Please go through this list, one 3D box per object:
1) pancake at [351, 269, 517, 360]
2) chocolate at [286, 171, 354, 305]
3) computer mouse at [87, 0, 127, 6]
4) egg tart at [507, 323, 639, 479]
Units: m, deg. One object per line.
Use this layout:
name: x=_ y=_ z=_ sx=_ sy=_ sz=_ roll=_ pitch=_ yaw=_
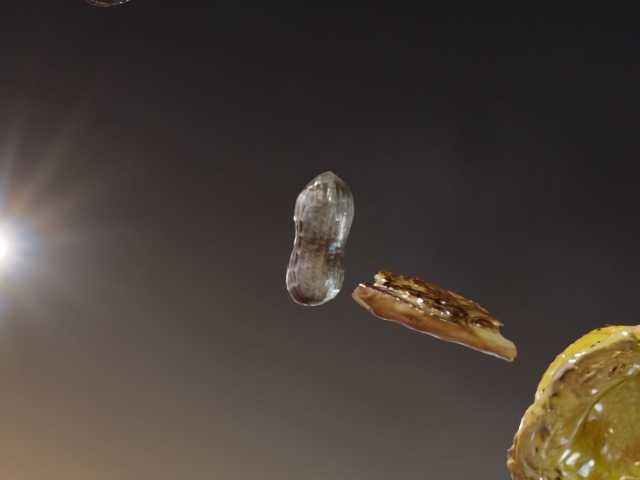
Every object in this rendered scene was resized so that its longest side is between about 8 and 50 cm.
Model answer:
pancake: x=0.164 y=0.110 z=1.903 sx=0.212 sy=0.056 sz=0.257 roll=11 pitch=12 yaw=-27
chocolate: x=0.000 y=0.000 z=2.176 sx=0.110 sy=0.248 sz=0.110 roll=6 pitch=7 yaw=-1
computer mouse: x=-0.215 y=-0.310 z=1.350 sx=0.079 sy=0.135 sz=0.047 roll=32 pitch=-15 yaw=8
egg tart: x=0.333 y=0.194 z=1.345 sx=0.288 sy=0.288 sz=0.118 roll=51 pitch=4 yaw=-33
